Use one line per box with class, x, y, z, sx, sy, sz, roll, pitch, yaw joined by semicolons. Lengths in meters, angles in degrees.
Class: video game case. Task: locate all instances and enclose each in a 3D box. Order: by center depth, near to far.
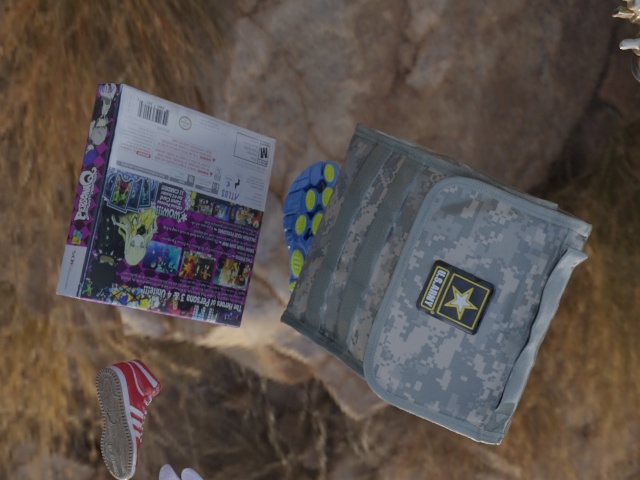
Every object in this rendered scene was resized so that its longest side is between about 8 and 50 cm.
video game case;-0.149;-0.029;1.347;0.232;0.041;0.210;15;84;-50

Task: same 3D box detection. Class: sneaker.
sneaker;-0.191;0.179;1.352;0.042;0.067;0.119;1;101;28
sneaker;0.000;0.000;1.538;0.067;0.078;0.188;5;102;26

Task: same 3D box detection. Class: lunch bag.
lunch bag;0.120;0.040;1.331;0.169;0.287;0.235;16;99;-38

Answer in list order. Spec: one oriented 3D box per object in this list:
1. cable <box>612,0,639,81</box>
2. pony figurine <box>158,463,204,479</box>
cable;0.441;-0.240;1.455;0.287;0.140;0.072;-3;171;-14
pony figurine;-0.118;0.427;1.547;0.351;0.364;0.302;30;153;-29
